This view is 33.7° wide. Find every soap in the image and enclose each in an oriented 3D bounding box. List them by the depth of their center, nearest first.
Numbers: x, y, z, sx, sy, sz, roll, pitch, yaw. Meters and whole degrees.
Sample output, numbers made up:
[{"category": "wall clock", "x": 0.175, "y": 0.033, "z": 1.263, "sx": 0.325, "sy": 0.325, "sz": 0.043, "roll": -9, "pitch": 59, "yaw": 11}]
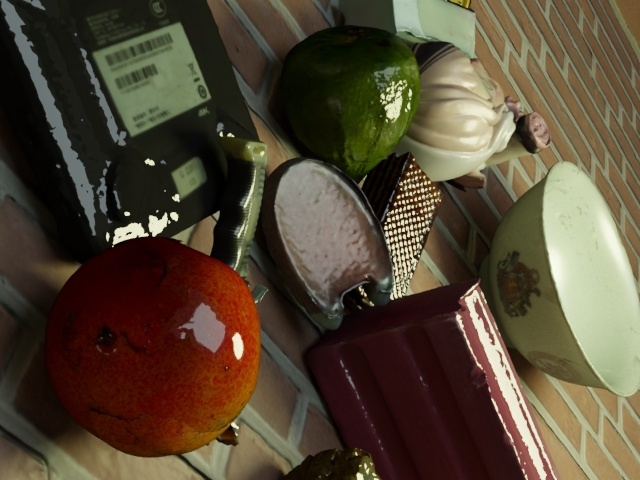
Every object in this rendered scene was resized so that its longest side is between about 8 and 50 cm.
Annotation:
[{"category": "soap", "x": 0.160, "y": 0.255, "z": 1.391, "sx": 0.359, "sy": 0.233, "sz": 0.128, "roll": 66, "pitch": 29, "yaw": -10}, {"category": "soap", "x": 0.152, "y": -0.352, "z": 1.754, "sx": 0.230, "sy": 0.145, "sz": 0.091, "roll": 4, "pitch": 82, "yaw": -54}]

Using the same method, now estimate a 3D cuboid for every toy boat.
[{"category": "toy boat", "x": 0.000, "y": 0.000, "z": 1.393, "sx": 0.155, "sy": 0.085, "sz": 0.227, "roll": -24, "pitch": 87, "yaw": -24}]

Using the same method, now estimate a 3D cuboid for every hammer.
[{"category": "hammer", "x": -0.100, "y": -0.005, "z": 1.200, "sx": 0.159, "sy": 0.041, "sz": 0.226, "roll": -13, "pitch": 116, "yaw": -65}]

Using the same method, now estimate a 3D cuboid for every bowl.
[{"category": "bowl", "x": 0.411, "y": 0.088, "z": 1.911, "sx": 0.435, "sy": 0.196, "sz": 0.434, "roll": 34, "pitch": 48, "yaw": -47}]

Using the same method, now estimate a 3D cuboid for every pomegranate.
[{"category": "pomegranate", "x": -0.149, "y": 0.106, "z": 1.002, "sx": 0.235, "sy": 0.210, "sz": 0.210, "roll": 53, "pitch": 35, "yaw": -41}]

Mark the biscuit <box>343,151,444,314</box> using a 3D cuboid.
[{"category": "biscuit", "x": 0.092, "y": -0.007, "z": 1.515, "sx": 0.106, "sy": 0.070, "sz": 0.252, "roll": 46, "pitch": 56, "yaw": -36}]

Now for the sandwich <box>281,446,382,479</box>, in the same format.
[{"category": "sandwich", "x": 0.038, "y": 0.440, "z": 1.199, "sx": 0.325, "sy": 0.131, "sz": 0.262, "roll": 62, "pitch": 31, "yaw": -19}]

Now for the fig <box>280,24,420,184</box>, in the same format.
[{"category": "fig", "x": 0.049, "y": -0.172, "z": 1.508, "sx": 0.203, "sy": 0.203, "sz": 0.235, "roll": -59, "pitch": 145, "yaw": -52}]

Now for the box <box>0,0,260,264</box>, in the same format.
[{"category": "box", "x": -0.211, "y": -0.175, "z": 1.159, "sx": 0.359, "sy": 0.091, "sz": 0.350, "roll": -38, "pitch": 108, "yaw": -56}]

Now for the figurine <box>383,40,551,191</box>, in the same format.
[{"category": "figurine", "x": 0.207, "y": -0.191, "z": 1.698, "sx": 0.361, "sy": 0.253, "sz": 0.211, "roll": 11, "pitch": 99, "yaw": -61}]

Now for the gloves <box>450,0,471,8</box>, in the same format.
[{"category": "gloves", "x": 0.138, "y": -0.454, "z": 1.876, "sx": 0.294, "sy": 0.116, "sz": 0.133, "roll": 1, "pitch": 46, "yaw": -48}]
